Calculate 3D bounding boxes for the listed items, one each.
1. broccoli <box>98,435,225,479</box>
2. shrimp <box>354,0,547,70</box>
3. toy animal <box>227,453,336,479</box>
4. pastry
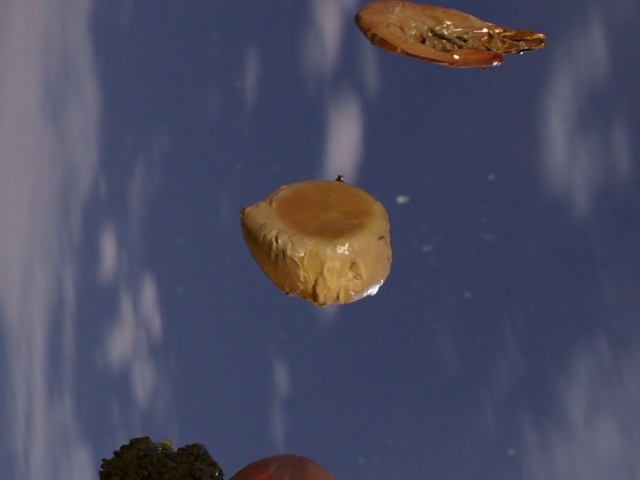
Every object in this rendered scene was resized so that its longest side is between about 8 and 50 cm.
[{"bbox_3d":[-0.150,0.409,2.032,0.375,0.249,0.302,33,-12,30],"label":"broccoli"},{"bbox_3d":[0.153,-0.231,1.902,0.133,0.236,0.053,-117,-142,-63],"label":"shrimp"},{"bbox_3d":[-0.068,0.339,1.759,0.166,0.250,0.154,14,-31,38],"label":"toy animal"},{"bbox_3d":[0.000,0.000,1.723,0.166,0.165,0.088,-124,-151,-50],"label":"pastry"}]
